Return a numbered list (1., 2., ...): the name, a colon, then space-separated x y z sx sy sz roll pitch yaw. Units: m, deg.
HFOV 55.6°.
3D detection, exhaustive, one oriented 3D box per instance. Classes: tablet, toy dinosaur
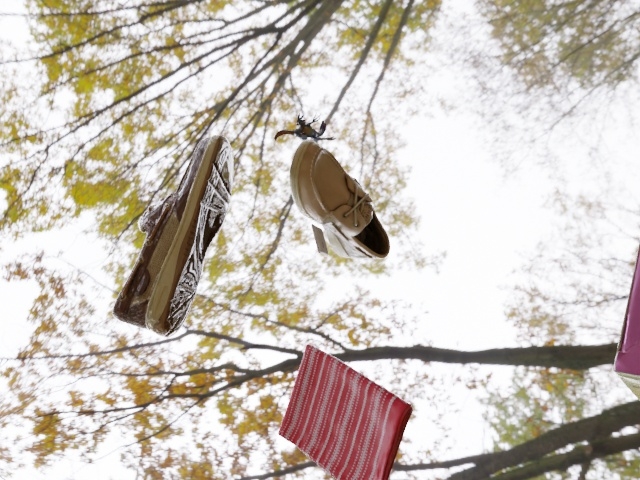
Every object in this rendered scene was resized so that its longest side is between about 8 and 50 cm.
1. tablet: 0.000 0.000 1.090 0.006 0.083 0.054 -16 -98 11
2. toy dinosaur: -0.022 -0.182 0.987 0.082 0.090 0.047 8 -103 -75

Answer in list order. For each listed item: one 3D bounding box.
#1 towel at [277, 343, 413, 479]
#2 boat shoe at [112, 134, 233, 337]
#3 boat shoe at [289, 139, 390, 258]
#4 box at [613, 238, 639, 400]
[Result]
1. towel: 0.035 0.331 1.107 0.031 0.274 0.199 14 -84 -45
2. boat shoe: -0.240 -0.022 0.978 0.123 0.123 0.342 13 -103 12
3. boat shoe: 0.049 -0.068 1.139 0.122 0.110 0.341 -67 -31 -18
4. box: 0.365 0.058 0.531 0.243 0.117 0.214 37 -113 -45
